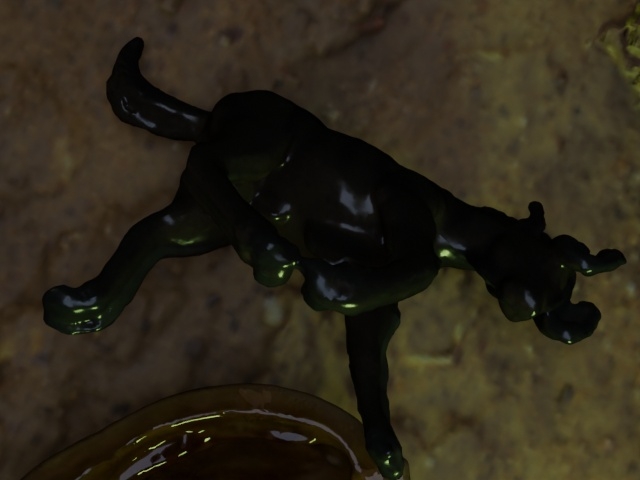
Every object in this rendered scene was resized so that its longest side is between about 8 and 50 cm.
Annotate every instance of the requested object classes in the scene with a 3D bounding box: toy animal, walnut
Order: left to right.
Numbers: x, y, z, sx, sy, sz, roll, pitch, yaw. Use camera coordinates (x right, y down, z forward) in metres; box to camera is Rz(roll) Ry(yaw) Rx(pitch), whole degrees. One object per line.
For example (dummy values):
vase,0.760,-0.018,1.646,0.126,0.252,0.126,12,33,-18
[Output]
walnut,-0.055,0.154,0.616,0.211,0.087,0.167,-34,85,-13
toy animal,0.000,0.000,0.616,0.233,0.148,0.084,23,126,10
